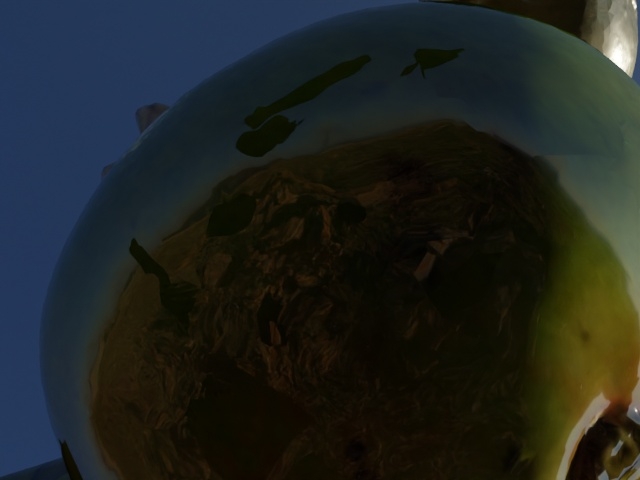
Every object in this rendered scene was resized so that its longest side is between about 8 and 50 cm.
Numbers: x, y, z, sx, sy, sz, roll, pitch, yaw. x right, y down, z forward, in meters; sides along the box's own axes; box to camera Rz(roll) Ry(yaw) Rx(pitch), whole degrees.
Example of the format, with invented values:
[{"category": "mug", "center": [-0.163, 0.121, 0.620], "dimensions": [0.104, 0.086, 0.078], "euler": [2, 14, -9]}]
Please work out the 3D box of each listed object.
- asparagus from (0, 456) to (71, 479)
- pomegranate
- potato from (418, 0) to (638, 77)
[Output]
[{"category": "asparagus", "center": [-0.230, 0.189, 0.677], "dimensions": [0.343, 0.085, 0.082], "euler": [-19, -31, 21]}, {"category": "pomegranate", "center": [0.000, 0.000, 0.514], "dimensions": [0.309, 0.358, 0.216], "euler": [-33, -48, -21]}, {"category": "potato", "center": [0.165, -0.184, 0.874], "dimensions": [0.197, 0.148, 0.228], "euler": [27, -108, -43]}]
